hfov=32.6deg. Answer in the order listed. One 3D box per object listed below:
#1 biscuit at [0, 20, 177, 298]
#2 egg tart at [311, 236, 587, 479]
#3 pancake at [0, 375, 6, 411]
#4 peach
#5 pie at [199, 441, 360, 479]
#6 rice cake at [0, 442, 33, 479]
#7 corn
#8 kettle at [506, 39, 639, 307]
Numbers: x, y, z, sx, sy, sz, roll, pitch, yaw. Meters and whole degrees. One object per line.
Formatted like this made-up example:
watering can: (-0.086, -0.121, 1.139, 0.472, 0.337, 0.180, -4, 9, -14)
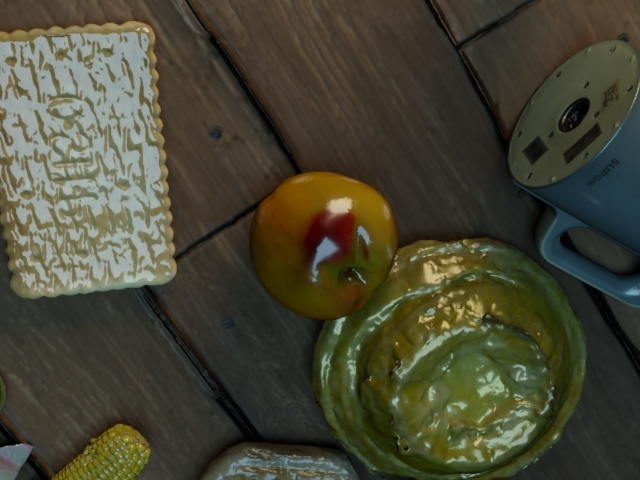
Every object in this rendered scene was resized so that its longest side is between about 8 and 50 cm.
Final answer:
biscuit: (-0.219, -0.071, 0.998, 0.160, 0.030, 0.249, -7, 108, -8)
egg tart: (0.136, 0.139, 1.084, 0.290, 0.115, 0.290, -3, 108, -8)
pancake: (-0.347, 0.143, 1.027, 0.108, 0.017, 0.108, 4, 81, -27)
peach: (0.000, 0.000, 1.009, 0.138, 0.138, 0.138, -3, 107, -9)
pie: (-0.046, 0.292, 1.129, 0.195, 0.046, 0.195, -3, 109, -9)
rice cake: (-0.404, 0.158, 1.030, 0.290, 0.051, 0.081, 39, 63, -19)
corn: (-0.249, 0.263, 1.076, 0.067, 0.067, 0.206, 42, 95, -19)
kettle: (0.301, -0.039, 1.050, 0.243, 0.160, 0.210, 34, 117, -24)
